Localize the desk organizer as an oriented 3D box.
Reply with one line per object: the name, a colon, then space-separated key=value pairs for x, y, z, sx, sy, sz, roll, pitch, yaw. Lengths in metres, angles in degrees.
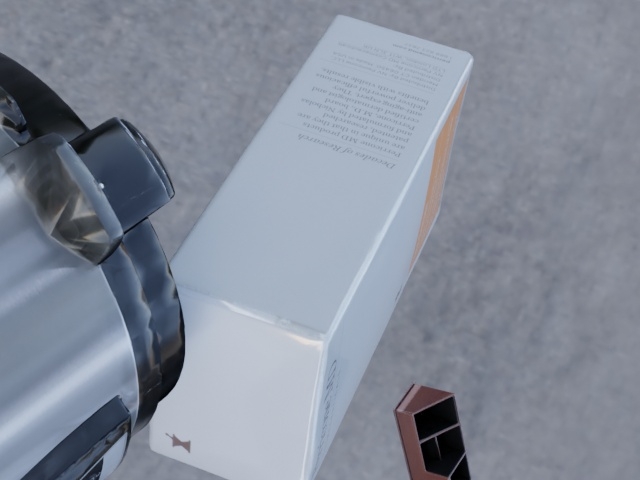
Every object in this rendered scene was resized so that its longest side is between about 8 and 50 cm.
desk organizer: x=0.119 y=0.215 z=1.409 sx=0.047 sy=0.050 sz=0.130 roll=-49 pitch=137 yaw=-39

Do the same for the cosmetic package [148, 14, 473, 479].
cosmetic package: x=0.000 y=0.000 z=1.309 sx=0.453 sy=0.161 sz=0.230 roll=-60 pitch=165 yaw=-45

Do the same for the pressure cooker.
pressure cooker: x=-0.306 y=0.051 z=1.018 sx=0.420 sy=0.369 sz=0.376 roll=-37 pitch=139 yaw=-35
